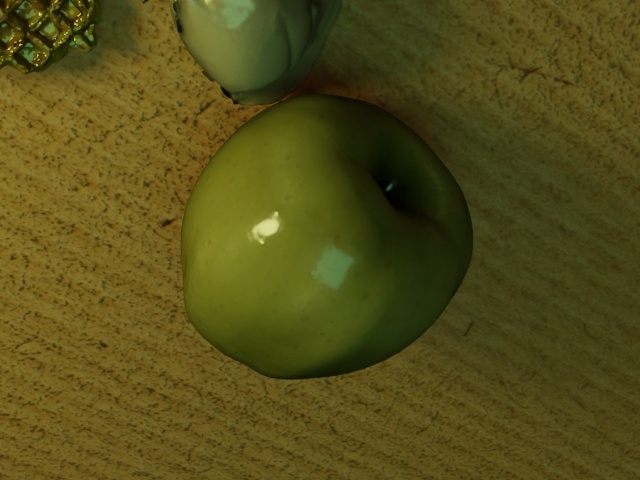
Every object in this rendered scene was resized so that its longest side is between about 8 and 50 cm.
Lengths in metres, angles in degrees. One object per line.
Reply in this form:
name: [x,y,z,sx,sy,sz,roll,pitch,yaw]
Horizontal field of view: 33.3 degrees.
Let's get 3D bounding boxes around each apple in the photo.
apple: [0.000,0.000,1.317,0.357,0.357,0.357,-4,126,-6]

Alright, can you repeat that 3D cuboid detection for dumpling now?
dumpling: [-0.063,-0.281,1.234,0.227,0.243,0.175,-31,85,-8]

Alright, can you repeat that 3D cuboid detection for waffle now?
waffle: [-0.367,-0.293,1.196,0.243,0.059,0.238,-6,127,-22]

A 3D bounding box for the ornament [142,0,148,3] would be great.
ornament: [-0.205,-0.333,1.232,0.073,0.028,0.125,-8,124,-2]
